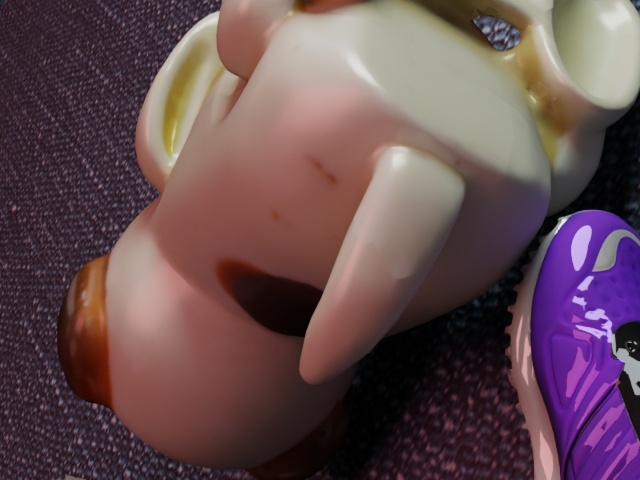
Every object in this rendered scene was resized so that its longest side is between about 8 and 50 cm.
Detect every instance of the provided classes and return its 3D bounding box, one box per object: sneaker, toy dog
[{"bbox_3d":[0.182,0.113,0.747,0.146,0.102,0.293,-22,56,46],"label":"sneaker"},{"bbox_3d":[0.000,0.000,0.960,0.408,0.284,0.395,-50,30,40],"label":"toy dog"}]

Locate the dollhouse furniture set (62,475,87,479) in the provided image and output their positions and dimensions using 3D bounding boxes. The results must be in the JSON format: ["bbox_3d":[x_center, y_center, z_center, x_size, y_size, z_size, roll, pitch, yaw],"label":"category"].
[{"bbox_3d":[-0.376,0.313,1.216,0.362,0.394,0.256,-42,38,37],"label":"dollhouse furniture set"}]
